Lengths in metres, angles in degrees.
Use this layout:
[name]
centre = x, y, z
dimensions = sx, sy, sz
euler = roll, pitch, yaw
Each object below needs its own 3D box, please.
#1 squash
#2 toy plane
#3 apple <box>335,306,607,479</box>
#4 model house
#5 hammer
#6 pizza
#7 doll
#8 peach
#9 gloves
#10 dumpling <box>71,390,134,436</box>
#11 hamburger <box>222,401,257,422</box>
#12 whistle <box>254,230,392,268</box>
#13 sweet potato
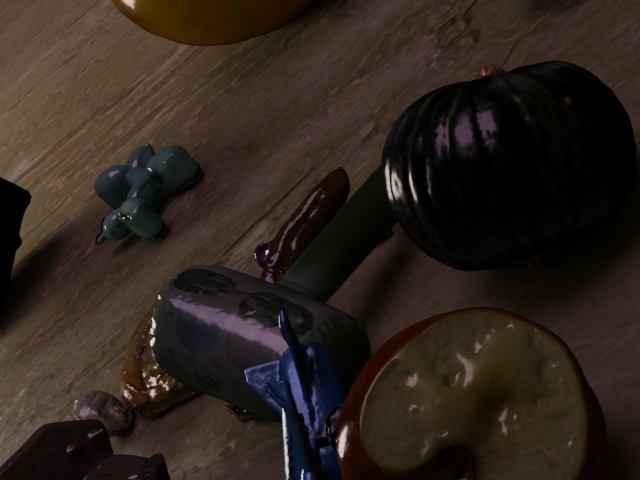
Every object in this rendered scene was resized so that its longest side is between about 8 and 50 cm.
[squash]
centre = 0.161, -0.064, 1.529
dimensions = 0.218, 0.218, 0.172
euler = -24, 76, 35
[toy plane]
centre = 0.011, 0.196, 1.414
dimensions = 0.105, 0.254, 0.271
euler = -20, 68, 3
[apple]
centre = 0.111, 0.149, 1.318
dimensions = 0.195, 0.160, 0.173
euler = 15, 54, 7
[model house]
centre = -0.237, 0.271, 1.661
dimensions = 0.229, 0.122, 0.188
euler = -40, 27, -25
[hammer]
centre = 0.006, 0.025, 1.682
dimensions = 0.206, 0.119, 0.335
euler = 21, 54, 33
[pizza]
centre = -0.122, 0.102, 1.849
dimensions = 0.262, 0.034, 0.181
euler = -12, 42, 46
[doll]
centre = -0.220, -0.062, 2.177
dimensions = 0.159, 0.059, 0.159
euler = -13, 43, 45
[peach]
centre = -0.120, -0.391, 2.255
dimensions = 0.308, 0.289, 0.289
euler = -36, 29, 25
[gloves]
centre = -0.477, 0.055, 2.274
dimensions = 0.301, 0.152, 0.197
euler = -46, 6, 11
[dumpling]
centre = -0.227, 0.179, 1.865
dimensions = 0.057, 0.076, 0.052
euler = -17, 71, 13
[hamburger]
centre = -0.066, 0.131, 1.724
dimensions = 0.076, 0.044, 0.083
euler = -40, 25, 7
[whistle]
centre = 0.000, 0.000, 1.822
dimensions = 0.176, 0.033, 0.033
euler = -16, 39, 43
[sweet potato]
centre = -0.021, 0.007, 1.774
dimensions = 0.054, 0.053, 0.182
euler = 88, -155, -77
